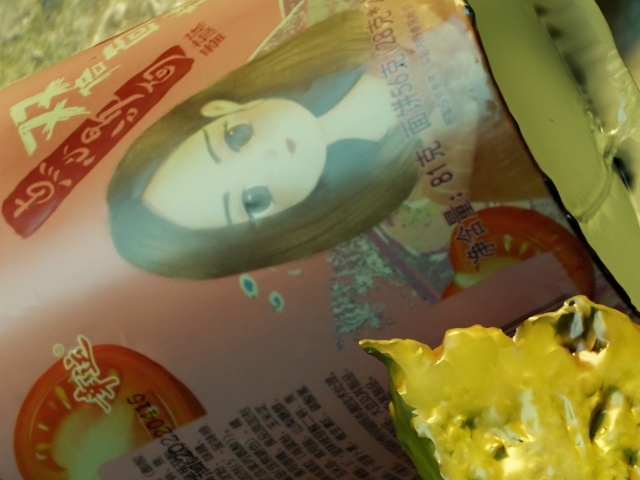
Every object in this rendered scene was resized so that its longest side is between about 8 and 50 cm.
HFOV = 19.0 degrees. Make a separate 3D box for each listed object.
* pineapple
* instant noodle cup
[{"bbox_3d":[0.133,0.127,0.624,0.139,0.164,0.250,-32,69,-10],"label":"pineapple"},{"bbox_3d":[0.000,0.000,0.716,0.231,0.243,0.243,-28,53,22],"label":"instant noodle cup"}]
